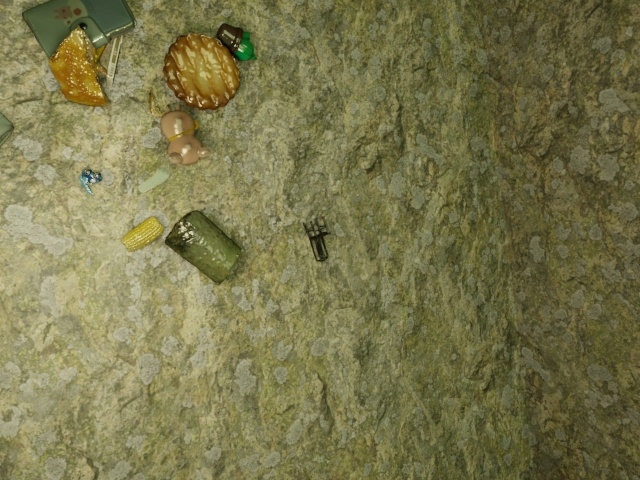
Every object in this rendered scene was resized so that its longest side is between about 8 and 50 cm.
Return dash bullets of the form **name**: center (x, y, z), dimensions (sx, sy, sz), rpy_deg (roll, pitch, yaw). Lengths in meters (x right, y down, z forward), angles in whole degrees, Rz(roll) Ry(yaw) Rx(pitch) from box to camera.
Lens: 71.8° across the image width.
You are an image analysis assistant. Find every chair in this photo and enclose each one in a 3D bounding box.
- **chair**: center (0.000, 0.000, 2.109), dimensions (0.084, 0.101, 0.212), rpy_deg (-23, 96, -26)

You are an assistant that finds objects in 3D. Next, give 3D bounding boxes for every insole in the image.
- **insole**: center (-0.686, -0.250, 1.831), dimensions (0.153, 0.002, 0.053), rpy_deg (-40, 105, -23)

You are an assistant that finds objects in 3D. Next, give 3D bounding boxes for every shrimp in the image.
- **shrimp**: center (-0.675, -0.570, 1.844), dimensions (0.083, 0.023, 0.114), rpy_deg (-18, 101, -29)

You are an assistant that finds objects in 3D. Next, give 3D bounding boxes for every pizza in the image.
- **pizza**: center (-0.886, -0.635, 1.626), dimensions (0.189, 0.296, 0.071), rpy_deg (-1, 45, -6)

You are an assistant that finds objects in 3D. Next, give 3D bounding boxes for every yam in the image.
- **yam**: center (-0.476, 0.020, 1.819), dimensions (0.300, 0.195, 0.195), rpy_deg (43, 70, -20)

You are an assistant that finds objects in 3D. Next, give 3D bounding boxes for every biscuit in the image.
- **biscuit**: center (-0.508, -0.714, 1.892), dimensions (0.326, 0.107, 0.325), rpy_deg (0, 91, -28)

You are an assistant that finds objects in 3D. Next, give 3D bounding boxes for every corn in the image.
- **corn**: center (-0.713, -0.023, 1.770), dimensions (0.165, 0.063, 0.085), rpy_deg (-38, 113, -22)

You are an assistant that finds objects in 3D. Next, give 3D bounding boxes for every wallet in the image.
- **wallet**: center (-0.891, -0.822, 1.651), dimensions (0.360, 0.083, 0.252), rpy_deg (-30, 83, -9)

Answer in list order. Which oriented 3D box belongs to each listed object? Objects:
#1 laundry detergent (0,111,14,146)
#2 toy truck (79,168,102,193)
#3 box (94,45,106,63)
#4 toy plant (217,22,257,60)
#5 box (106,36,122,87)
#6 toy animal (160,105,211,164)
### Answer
- **laundry detergent**: center (-1.291, -0.429, 1.472), dimensions (0.398, 0.125, 0.264), rpy_deg (40, 72, -17)
- **toy truck**: center (-0.887, -0.226, 1.703), dimensions (0.073, 0.056, 0.090), rpy_deg (19, 92, -20)
- **box**: center (-0.899, -0.839, 1.733), dimensions (0.153, 0.043, 0.269), rpy_deg (23, 76, -20)
- **toy plant**: center (-0.364, -0.886, 1.981), dimensions (0.200, 0.105, 0.142), rpy_deg (24, 61, -42)
- **box**: center (-0.808, -0.713, 1.735), dimensions (0.029, 0.109, 0.198), rpy_deg (12, 82, -26)
- **toy animal**: center (-0.571, -0.434, 1.828), dimensions (0.165, 0.149, 0.247), rpy_deg (-22, 86, -11)
